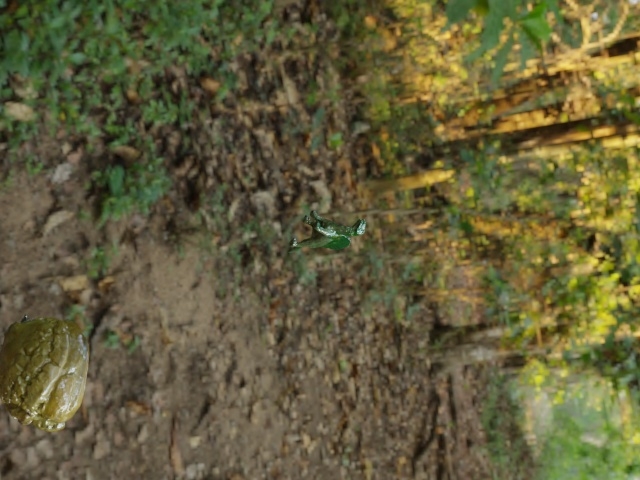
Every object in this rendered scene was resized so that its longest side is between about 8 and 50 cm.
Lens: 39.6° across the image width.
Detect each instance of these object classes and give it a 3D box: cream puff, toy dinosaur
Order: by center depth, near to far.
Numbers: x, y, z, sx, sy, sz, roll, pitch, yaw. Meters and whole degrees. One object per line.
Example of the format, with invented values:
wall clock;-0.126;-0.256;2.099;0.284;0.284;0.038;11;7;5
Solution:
toy dinosaur;0.000;0.000;0.994;0.120;0.060;0.029;-39;-146;50
cream puff;-0.436;0.199;1.381;0.130;0.189;0.189;15;62;-29
